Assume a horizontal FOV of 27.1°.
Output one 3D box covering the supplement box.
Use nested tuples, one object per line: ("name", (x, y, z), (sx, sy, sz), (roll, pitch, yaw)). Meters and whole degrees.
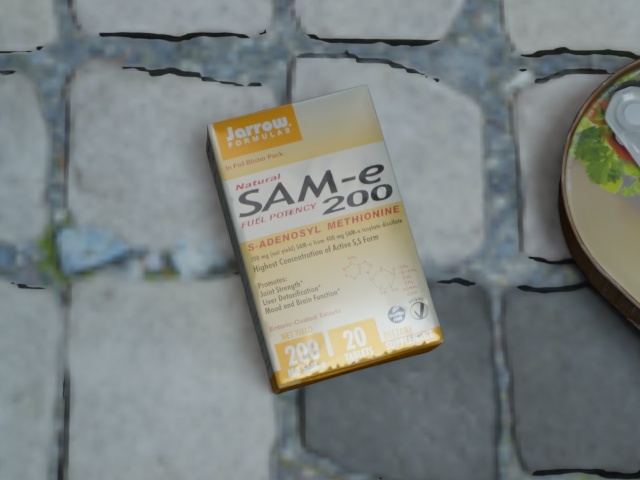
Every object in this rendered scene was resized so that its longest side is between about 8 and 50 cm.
("supplement box", (0.000, 0.000, 0.483), (0.062, 0.036, 0.098), (-16, 81, -7))

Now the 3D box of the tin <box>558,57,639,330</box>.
("tin", (0.168, 0.012, 0.479), (0.106, 0.040, 0.189), (-41, 75, -12))
